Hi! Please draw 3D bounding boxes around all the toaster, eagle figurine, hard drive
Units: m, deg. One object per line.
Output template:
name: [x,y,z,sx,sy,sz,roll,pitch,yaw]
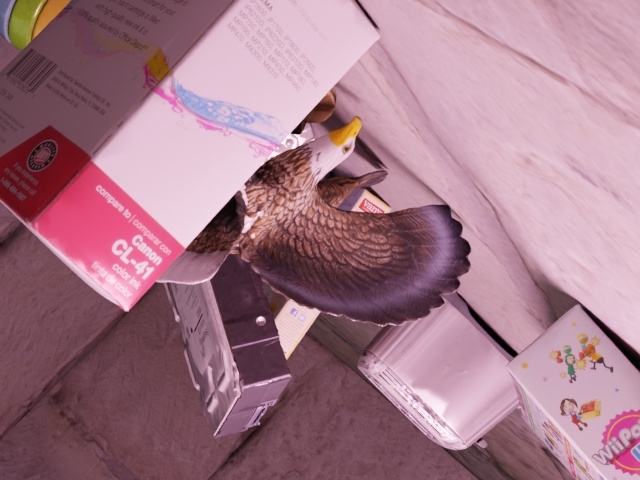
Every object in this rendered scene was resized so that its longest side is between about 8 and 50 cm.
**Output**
toaster: [0.149,0.155,2.007,0.227,0.146,0.129,45,173,-6]
eagle figurine: [-0.021,-0.031,1.569,0.225,0.226,0.298,-16,145,34]
hard drive: [-0.127,0.031,1.781,0.237,0.064,0.338,121,133,-68]

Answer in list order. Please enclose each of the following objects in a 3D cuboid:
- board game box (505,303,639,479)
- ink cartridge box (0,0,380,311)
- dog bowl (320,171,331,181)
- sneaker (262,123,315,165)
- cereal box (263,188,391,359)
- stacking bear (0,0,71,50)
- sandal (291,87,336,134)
board game box: [0.314,0.227,1.528,0.303,0.097,0.224,48,176,21]
ink cartridge box: [-0.135,-0.124,1.308,0.131,0.306,0.226,48,172,-35]
dog bowl: [-0.121,-0.116,2.008,0.265,0.104,0.265,37,168,9]
sneaker: [-0.086,-0.161,1.831,0.235,0.090,0.095,52,-177,-24]
cereal box: [-0.019,0.043,1.921,0.047,0.240,0.173,37,176,-12]
stacking bear: [-0.334,-0.301,2.123,0.289,0.175,0.164,35,169,12]
sandal: [-0.028,-0.147,1.617,0.072,0.049,0.180,19,170,-9]
